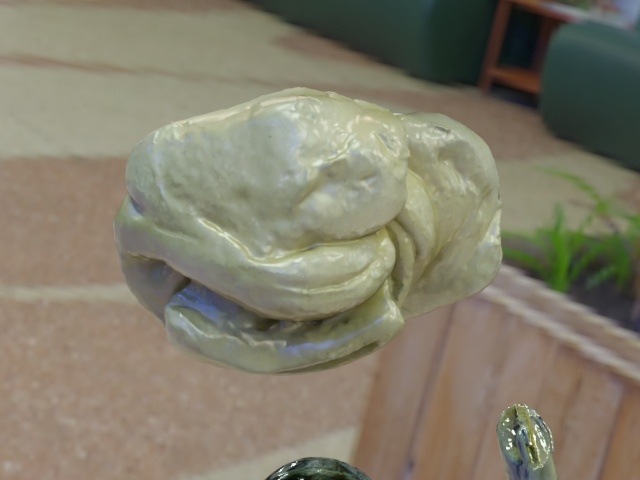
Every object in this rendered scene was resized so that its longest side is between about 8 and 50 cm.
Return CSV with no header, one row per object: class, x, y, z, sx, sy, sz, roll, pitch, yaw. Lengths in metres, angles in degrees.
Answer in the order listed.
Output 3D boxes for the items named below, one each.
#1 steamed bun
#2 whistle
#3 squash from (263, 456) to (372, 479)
steamed bun,-0.005,0.002,1.866,0.372,0.325,0.230,15,45,-47
whistle,0.235,0.324,1.952,0.057,0.326,0.068,-12,18,3
squash,0.004,0.299,1.813,0.156,0.193,0.193,-11,20,-8
